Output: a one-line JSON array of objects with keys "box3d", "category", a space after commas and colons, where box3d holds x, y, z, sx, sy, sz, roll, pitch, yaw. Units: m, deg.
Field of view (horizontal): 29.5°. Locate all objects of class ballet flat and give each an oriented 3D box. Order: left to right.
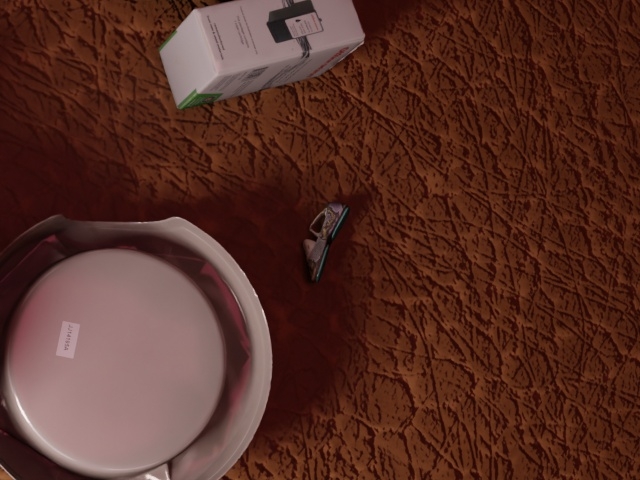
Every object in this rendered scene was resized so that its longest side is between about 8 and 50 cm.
[{"box3d": [0.000, 0.000, 1.539, 0.041, 0.041, 0.114, 30, 69, -15], "category": "ballet flat"}]

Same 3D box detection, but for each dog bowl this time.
[{"box3d": [-0.234, 0.136, 1.370, 0.349, 0.102, 0.348, 5, 76, -22], "category": "dog bowl"}]

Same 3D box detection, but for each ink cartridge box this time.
[{"box3d": [-0.072, -0.241, 1.492, 0.208, 0.153, 0.086, -17, 87, -27], "category": "ink cartridge box"}]

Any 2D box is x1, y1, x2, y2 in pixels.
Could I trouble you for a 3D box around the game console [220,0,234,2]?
[{"box3d": [-0.235, -0.392, 1.469, 0.361, 0.044, 0.213, 19, 68, -4], "category": "game console"}]
